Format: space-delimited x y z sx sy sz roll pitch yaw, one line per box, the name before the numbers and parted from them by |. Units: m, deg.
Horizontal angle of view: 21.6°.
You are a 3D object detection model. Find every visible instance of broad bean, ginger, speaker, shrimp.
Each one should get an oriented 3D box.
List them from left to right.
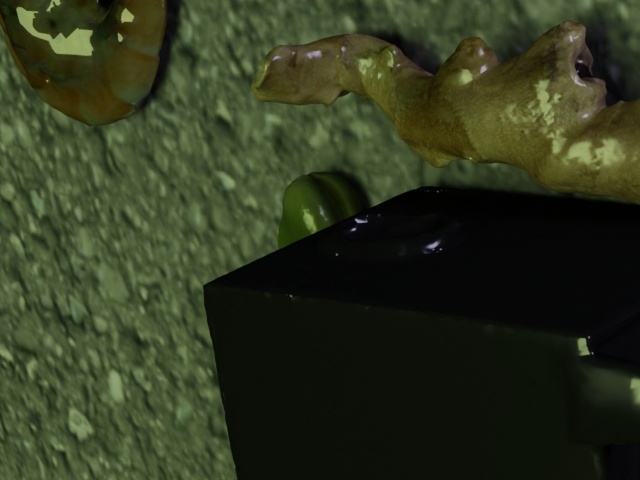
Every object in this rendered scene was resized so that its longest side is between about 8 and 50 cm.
shrimp | -0.154 -0.187 1.034 0.145 0.059 0.254 23 123 34
broad bean | 0.000 0.000 0.974 0.063 0.045 0.083 33 136 32
ginger | 0.086 -0.071 0.834 0.288 0.075 0.089 16 121 37
speaker | 0.104 0.105 0.813 0.254 0.184 0.232 5 111 41
